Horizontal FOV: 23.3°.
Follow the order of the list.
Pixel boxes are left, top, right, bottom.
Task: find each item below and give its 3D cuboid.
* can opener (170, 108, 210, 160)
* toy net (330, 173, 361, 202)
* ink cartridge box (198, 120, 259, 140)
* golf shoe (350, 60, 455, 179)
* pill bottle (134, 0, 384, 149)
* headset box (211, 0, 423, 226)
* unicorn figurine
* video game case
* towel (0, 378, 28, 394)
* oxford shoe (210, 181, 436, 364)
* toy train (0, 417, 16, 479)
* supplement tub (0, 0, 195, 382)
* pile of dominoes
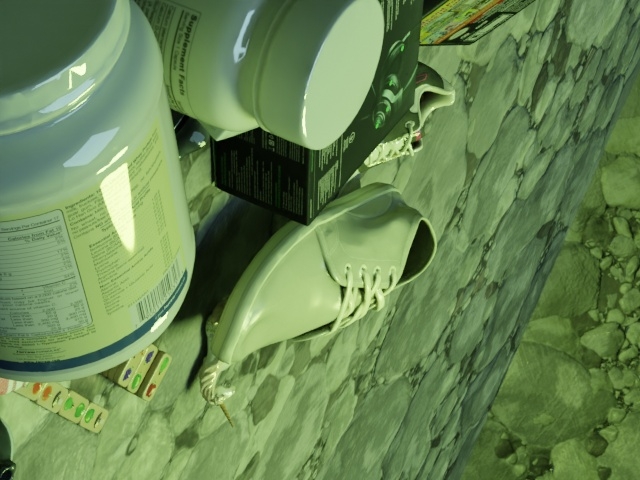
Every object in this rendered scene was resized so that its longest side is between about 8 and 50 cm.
[{"bbox_3d":[-0.175,-0.072,1.589,0.186,0.073,0.059,-60,-162,-8],"label":"can opener"},{"bbox_3d":[0.000,0.000,2.107,0.122,0.045,0.232,-32,139,-54],"label":"toy net"},{"bbox_3d":[-0.060,-0.209,1.505,0.176,0.128,0.127,-46,170,29],"label":"ink cartridge box"},{"bbox_3d":[0.067,-0.141,2.008,0.273,0.120,0.105,-54,158,-27],"label":"golf shoe"},{"bbox_3d":[-0.101,-0.187,1.295,0.160,0.283,0.160,-52,156,-35],"label":"pill bottle"},{"bbox_3d":[0.006,-0.206,1.763,0.283,0.131,0.246,-50,154,-38],"label":"headset box"},{"bbox_3d":[-0.118,0.134,1.948,0.111,0.060,0.162,-46,136,-42],"label":"unicorn figurine"},{"bbox_3d":[0.233,-0.340,2.046,0.275,0.035,0.248,-33,168,33],"label":"video game case"},{"bbox_3d":[-0.312,0.085,1.441,0.197,0.029,0.144,-17,127,-59],"label":"towel"},{"bbox_3d":[0.018,0.044,1.936,0.449,0.130,0.169,-31,152,-55],"label":"oxford shoe"},{"bbox_3d":[-0.363,0.146,1.140,0.142,0.190,0.334,-67,160,3],"label":"toy train"},{"bbox_3d":[-0.226,-0.067,1.182,0.235,0.235,0.325,-54,156,-30],"label":"supplement tub"},{"bbox_3d":[-0.222,0.106,1.667,0.196,0.040,0.251,-63,160,-10],"label":"pile of dominoes"}]
